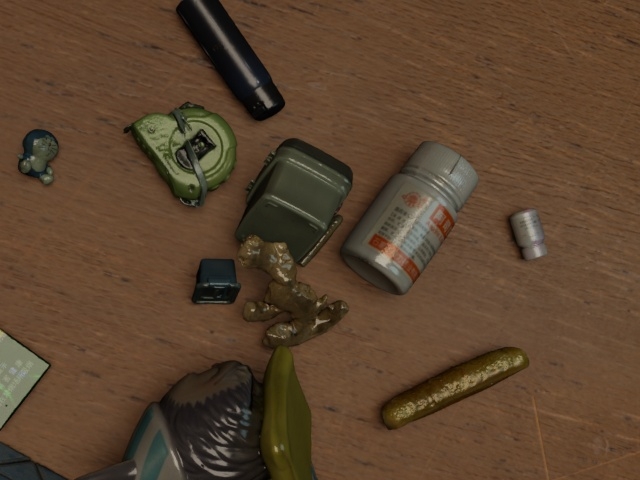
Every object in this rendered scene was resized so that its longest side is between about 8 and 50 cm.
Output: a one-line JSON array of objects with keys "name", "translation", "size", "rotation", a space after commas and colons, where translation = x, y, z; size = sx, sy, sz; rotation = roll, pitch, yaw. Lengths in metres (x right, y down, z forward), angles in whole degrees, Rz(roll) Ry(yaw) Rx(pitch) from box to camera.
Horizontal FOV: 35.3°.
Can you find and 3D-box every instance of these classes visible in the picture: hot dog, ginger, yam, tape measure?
[{"name": "hot dog", "translation": [0.234, 0.254, 1.758], "size": [0.286, 0.088, 0.061], "rotation": [-22, 84, -18]}, {"name": "ginger", "translation": [-0.070, 0.096, 1.659], "size": [0.149, 0.065, 0.258], "rotation": [-44, 129, 0]}, {"name": "yam", "translation": [0.000, 0.000, 1.761], "size": [0.021, 0.021, 0.116], "rotation": [42, 76, -6]}, {"name": "tape measure", "translation": [-0.217, -0.151, 1.693], "size": [0.154, 0.087, 0.177], "rotation": [-35, 94, -15]}]

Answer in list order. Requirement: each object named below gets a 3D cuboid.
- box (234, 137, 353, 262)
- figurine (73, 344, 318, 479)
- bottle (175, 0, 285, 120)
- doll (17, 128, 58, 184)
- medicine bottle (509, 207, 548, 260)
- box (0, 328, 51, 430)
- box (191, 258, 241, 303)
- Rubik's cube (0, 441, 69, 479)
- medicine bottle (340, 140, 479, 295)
[{"name": "box", "translation": [-0.048, -0.060, 1.654], "size": [0.148, 0.210, 0.129], "rotation": [28, 61, -8]}, {"name": "figurine", "translation": [-0.190, 0.380, 1.606], "size": [0.378, 0.266, 0.361], "rotation": [-11, 109, 9]}, {"name": "bottle", "translation": [-0.151, -0.318, 1.737], "size": [0.072, 0.082, 0.244], "rotation": [-33, 92, 30]}, {"name": "doll", "translation": [-0.465, -0.142, 1.646], "size": [0.050, 0.076, 0.083], "rotation": [17, 83, 32]}, {"name": "medicine bottle", "translation": [0.381, -0.011, 1.837], "size": [0.052, 0.052, 0.089], "rotation": [-16, 88, -15]}, {"name": "box", "translation": [-0.563, 0.182, 1.598], "size": [0.235, 0.034, 0.132], "rotation": [38, 77, -6]}, {"name": "box", "translation": [-0.174, 0.068, 1.676], "size": [0.074, 0.099, 0.054], "rotation": [3, 68, -13]}, {"name": "Rubik's cube", "translation": [-0.535, 0.399, 1.527], "size": [0.228, 0.228, 0.233], "rotation": [-4, 126, 22]}, {"name": "medicine bottle", "translation": [0.155, -0.041, 1.742], "size": [0.144, 0.144, 0.252], "rotation": [35, 76, -7]}]
